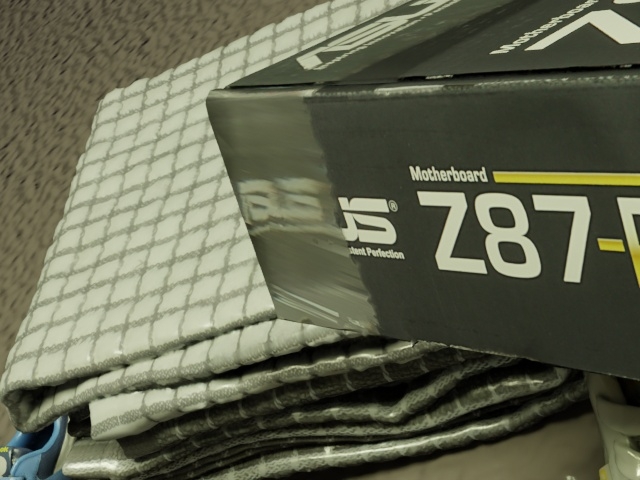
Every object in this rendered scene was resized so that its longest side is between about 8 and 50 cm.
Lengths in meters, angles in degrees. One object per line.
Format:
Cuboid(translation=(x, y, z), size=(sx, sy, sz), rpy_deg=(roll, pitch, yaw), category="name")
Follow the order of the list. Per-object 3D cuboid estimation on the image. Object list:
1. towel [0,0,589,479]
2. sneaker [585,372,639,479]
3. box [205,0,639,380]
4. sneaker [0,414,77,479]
Cuboid(translation=(0.000, 0.000, 0.661), size=(0.284, 0.121, 0.235), rpy_deg=(-19, 39, 25), category="towel")
Cuboid(translation=(0.129, 0.086, 0.452), size=(0.087, 0.092, 0.228), rpy_deg=(-21, 38, 23), category="sneaker")
Cuboid(translation=(0.211, -0.079, 0.432), size=(0.395, 0.097, 0.318), rpy_deg=(-29, 19, -33), category="box")
Cuboid(translation=(-0.159, 0.141, 0.691), size=(0.053, 0.059, 0.144), rpy_deg=(-8, 45, 35), category="sneaker")
